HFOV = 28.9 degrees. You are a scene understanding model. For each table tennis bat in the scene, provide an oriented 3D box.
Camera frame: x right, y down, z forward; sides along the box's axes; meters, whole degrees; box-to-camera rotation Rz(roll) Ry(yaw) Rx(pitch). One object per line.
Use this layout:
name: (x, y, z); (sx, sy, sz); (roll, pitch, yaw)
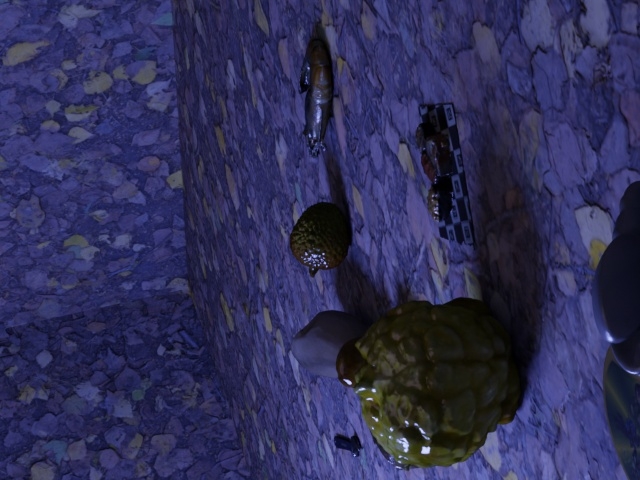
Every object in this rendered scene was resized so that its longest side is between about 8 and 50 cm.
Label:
table tennis bat: (0.328, 0.145, 1.221); (0.198, 0.050, 0.321); (-128, 25, -64)

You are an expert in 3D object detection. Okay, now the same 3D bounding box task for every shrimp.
shrimp: (-0.012, -0.261, 2.227); (0.150, 0.051, 0.217); (-117, 28, -56)

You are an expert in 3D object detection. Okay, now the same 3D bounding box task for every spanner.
spanner: (0.055, 0.428, 2.612); (0.208, 0.012, 0.046); (158, 100, -77)

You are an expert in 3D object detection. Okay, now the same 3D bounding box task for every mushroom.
mushroom: (0.036, 0.196, 2.247); (0.350, 0.128, 0.128); (-166, 65, -72)

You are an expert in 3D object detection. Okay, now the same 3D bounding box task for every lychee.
lychee: (0.000, 0.000, 2.263); (0.114, 0.114, 0.146); (-131, 52, -63)

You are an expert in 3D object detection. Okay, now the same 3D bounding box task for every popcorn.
popcorn: (0.162, 0.191, 1.636); (0.206, 0.251, 0.237); (33, 102, 40)

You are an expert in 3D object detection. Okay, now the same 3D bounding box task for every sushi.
sushi: (0.160, -0.085, 1.707); (0.139, 0.031, 0.201); (-165, 63, -74)

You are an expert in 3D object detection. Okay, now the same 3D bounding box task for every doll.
doll: (0.296, 0.010, 0.980); (0.195, 0.153, 0.258); (-62, 37, 25)

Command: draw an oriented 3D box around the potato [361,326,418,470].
potato: (0.119, 0.247, 1.986); (0.149, 0.113, 0.251); (105, 150, -59)
